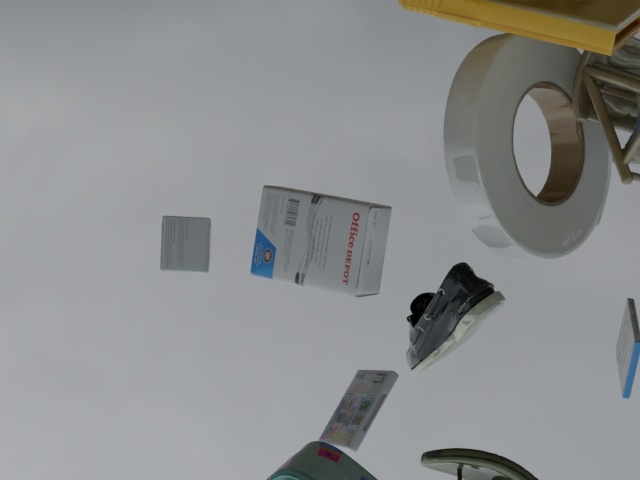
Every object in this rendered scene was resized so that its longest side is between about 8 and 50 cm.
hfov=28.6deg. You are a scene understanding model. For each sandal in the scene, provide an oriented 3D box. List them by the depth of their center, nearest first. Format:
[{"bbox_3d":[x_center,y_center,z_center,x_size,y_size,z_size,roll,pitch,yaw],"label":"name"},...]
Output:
[{"bbox_3d":[0.280,0.392,1.843,0.303,0.120,0.086,32,-116,-7],"label":"sandal"}]

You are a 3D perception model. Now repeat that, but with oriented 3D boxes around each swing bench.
[{"bbox_3d":[0.572,-0.206,2.068,0.253,0.165,0.255,11,-148,-29],"label":"swing bench"}]

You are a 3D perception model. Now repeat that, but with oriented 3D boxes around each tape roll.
[{"bbox_3d":[0.355,-0.158,2.095,0.072,0.392,0.392,-3,-168,46],"label":"tape roll"}]

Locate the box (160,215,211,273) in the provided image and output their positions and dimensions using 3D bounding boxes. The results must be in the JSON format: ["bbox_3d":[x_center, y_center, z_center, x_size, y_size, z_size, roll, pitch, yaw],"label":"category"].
[{"bbox_3d":[-0.240,0.008,2.244,0.087,0.102,0.101,2,178,-4],"label":"box"}]

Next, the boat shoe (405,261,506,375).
[{"bbox_3d":[0.207,0.134,2.169,0.127,0.340,0.113,-33,-102,-21],"label":"boat shoe"}]

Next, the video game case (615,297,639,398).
[{"bbox_3d":[0.560,0.195,2.282,0.015,0.119,0.166,8,-154,5],"label":"video game case"}]

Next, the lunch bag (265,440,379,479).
[{"bbox_3d":[-0.001,0.407,1.597,0.224,0.279,0.108,41,-145,12],"label":"lunch bag"}]

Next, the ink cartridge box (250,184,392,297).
[{"bbox_3d":[0.000,0.000,1.892,0.190,0.140,0.082,11,-175,28],"label":"ink cartridge box"}]

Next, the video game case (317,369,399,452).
[{"bbox_3d":[0.060,0.275,2.036,0.019,0.143,0.157,34,165,-13],"label":"video game case"}]

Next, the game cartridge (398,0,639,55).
[{"bbox_3d":[0.302,-0.347,1.862,0.323,0.053,0.285,14,-159,19],"label":"game cartridge"}]
